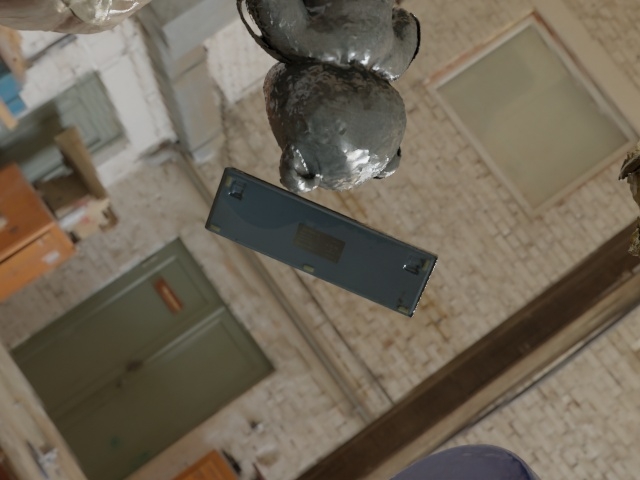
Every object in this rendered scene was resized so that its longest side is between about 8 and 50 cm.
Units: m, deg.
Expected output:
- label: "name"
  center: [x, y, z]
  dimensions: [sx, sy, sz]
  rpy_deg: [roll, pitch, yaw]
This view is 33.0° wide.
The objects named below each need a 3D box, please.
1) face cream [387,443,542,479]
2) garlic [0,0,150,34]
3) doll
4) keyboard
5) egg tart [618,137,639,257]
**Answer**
- label: "face cream"
  center: [0.149, 0.345, 0.961]
  dimensions: [0.225, 0.249, 0.249]
  rpy_deg: [49, -7, -18]
- label: "garlic"
  center: [-0.303, -0.360, 1.212]
  dimensions: [0.259, 0.317, 0.317]
  rpy_deg: [61, -6, 26]
- label: "doll"
  center: [0.008, -0.215, 1.176]
  dimensions: [0.158, 0.246, 0.340]
  rpy_deg: [-12, -97, 43]
- label: "keyboard"
  center: [0.000, 0.000, 0.828]
  dimensions: [0.176, 0.055, 0.014]
  rpy_deg: [23, 17, 5]
- label: "egg tart"
  center: [0.243, -0.060, 0.631]
  dimensions: [0.074, 0.191, 0.191]
  rpy_deg: [46, -10, 1]
